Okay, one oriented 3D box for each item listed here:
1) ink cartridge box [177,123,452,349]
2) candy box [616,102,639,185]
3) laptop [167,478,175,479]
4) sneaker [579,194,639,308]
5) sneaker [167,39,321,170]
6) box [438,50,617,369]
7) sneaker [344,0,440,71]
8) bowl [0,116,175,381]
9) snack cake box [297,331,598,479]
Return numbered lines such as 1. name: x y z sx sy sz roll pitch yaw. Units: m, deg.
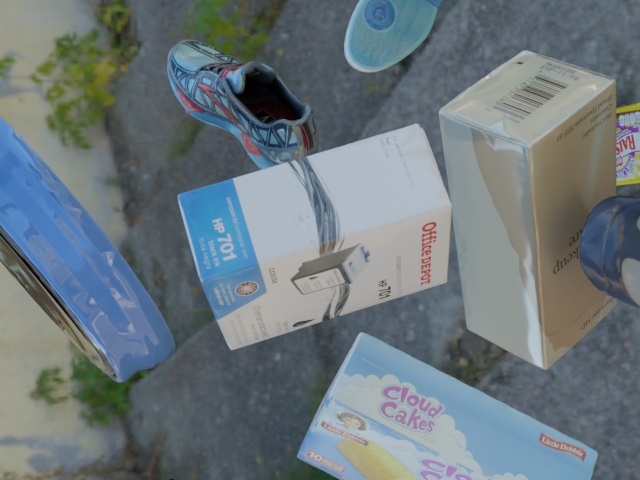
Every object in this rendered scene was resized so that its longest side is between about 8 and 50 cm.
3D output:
1. ink cartridge box: 0.000 0.000 0.811 0.139 0.191 0.082 79 175 -62
2. candy box: 0.400 -0.127 1.426 0.206 0.027 0.105 176 80 -73
3. laptop: -0.380 0.469 1.151 0.236 0.408 0.381 -73 -14 -68
4. sneaker: 0.394 0.042 1.042 0.131 0.319 0.112 19 87 55
5. sneaker: -0.092 -0.192 1.301 0.262 0.104 0.125 39 152 22
6. box: 0.231 -0.028 1.127 0.121 0.148 0.311 29 146 40
7. sneaker: 0.123 -0.410 1.770 0.319 0.127 0.208 -56 15 -9
8. bowl: -0.322 0.003 1.194 0.391 0.077 0.391 43 161 18
9. snack cake box: 0.124 0.217 1.060 0.089 0.264 0.152 -62 -4 -34
